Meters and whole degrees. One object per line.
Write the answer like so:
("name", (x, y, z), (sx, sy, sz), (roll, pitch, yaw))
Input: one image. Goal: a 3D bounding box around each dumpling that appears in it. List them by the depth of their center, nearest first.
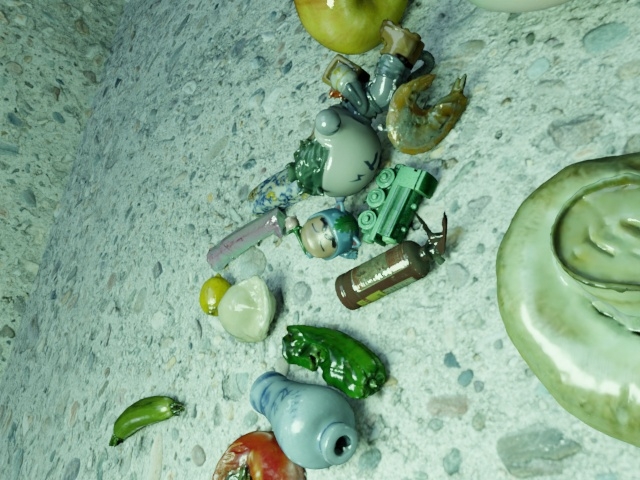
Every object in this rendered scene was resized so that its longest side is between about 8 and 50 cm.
("dumpling", (-0.159, 0.164, 1.107), (0.136, 0.118, 0.199), (54, 136, 14))

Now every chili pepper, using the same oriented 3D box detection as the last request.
("chili pepper", (0.014, 0.215, 0.924), (0.253, 0.083, 0.099), (10, 87, 51))

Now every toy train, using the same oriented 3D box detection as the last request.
("toy train", (0.142, -0.066, 0.950), (0.111, 0.071, 0.170), (22, 86, 41))

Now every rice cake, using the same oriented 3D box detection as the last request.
("rice cake", (-0.198, 0.002, 1.268), (0.290, 0.051, 0.081), (-26, 52, 34))

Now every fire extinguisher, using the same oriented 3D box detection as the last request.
("fire extinguisher", (0.131, 0.037, 0.876), (0.252, 0.106, 0.075), (-31, 31, 32))

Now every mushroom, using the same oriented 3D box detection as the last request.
("mushroom", (0.362, 0.043, 0.524), (0.352, 0.260, 0.352), (-22, 52, 31))

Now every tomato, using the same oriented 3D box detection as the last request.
("tomato", (-0.136, 0.474, 0.926), (0.228, 0.101, 0.227), (-24, 51, 34))

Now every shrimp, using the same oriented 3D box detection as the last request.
("shrimp", (0.205, -0.250, 0.939), (0.187, 0.132, 0.051), (-45, 25, 0))

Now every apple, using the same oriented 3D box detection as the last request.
("apple", (0.070, -0.584, 1.148), (0.286, 0.286, 0.233), (-56, 35, 8))

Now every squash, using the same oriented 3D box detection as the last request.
("squash", (-0.467, 0.458, 1.286), (0.318, 0.071, 0.080), (-33, 50, 30))

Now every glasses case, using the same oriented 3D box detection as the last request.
("glasses case", (-0.090, -0.127, 1.215), (0.248, 0.065, 0.086), (-22, 53, 38))

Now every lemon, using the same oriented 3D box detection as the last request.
("lemon", (-0.262, 0.137, 1.241), (0.082, 0.082, 0.110), (-14, 60, 41))

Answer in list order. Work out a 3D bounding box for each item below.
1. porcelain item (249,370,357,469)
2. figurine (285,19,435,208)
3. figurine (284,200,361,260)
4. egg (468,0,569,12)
("porcelain item", (-0.034, 0.313, 0.883), (0.259, 0.141, 0.141), (10, 77, 56))
("figurine", (0.065, -0.249, 1.005), (0.186, 0.261, 0.381), (33, 105, 27))
("figurine", (-0.004, -0.004, 1.010), (0.178, 0.145, 0.114), (150, 111, -66))
("egg", (0.348, -0.543, 0.799), (0.340, 0.355, 0.354), (-38, 44, 51))
